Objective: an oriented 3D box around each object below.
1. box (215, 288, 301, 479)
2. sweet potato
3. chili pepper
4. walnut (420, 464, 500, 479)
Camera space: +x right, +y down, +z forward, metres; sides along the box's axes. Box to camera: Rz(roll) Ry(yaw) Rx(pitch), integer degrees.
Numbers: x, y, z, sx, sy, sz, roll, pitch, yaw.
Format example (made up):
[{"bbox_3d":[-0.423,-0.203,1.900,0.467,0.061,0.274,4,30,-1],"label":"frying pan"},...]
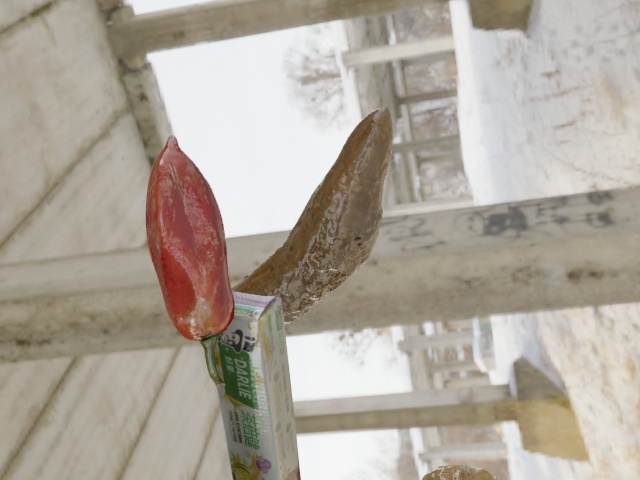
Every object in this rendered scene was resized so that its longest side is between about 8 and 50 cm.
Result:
[{"bbox_3d":[-0.053,0.139,0.700,0.041,0.049,0.207,-48,-40,-53],"label":"box"},{"bbox_3d":[0.002,0.003,0.982,0.114,0.341,0.092,35,-166,-21],"label":"sweet potato"},{"bbox_3d":[-0.097,0.016,0.625,0.050,0.059,0.191,10,-110,-84],"label":"chili pepper"},{"bbox_3d":[0.184,0.372,1.071,0.180,0.144,0.144,-74,-25,-47],"label":"walnut"}]
